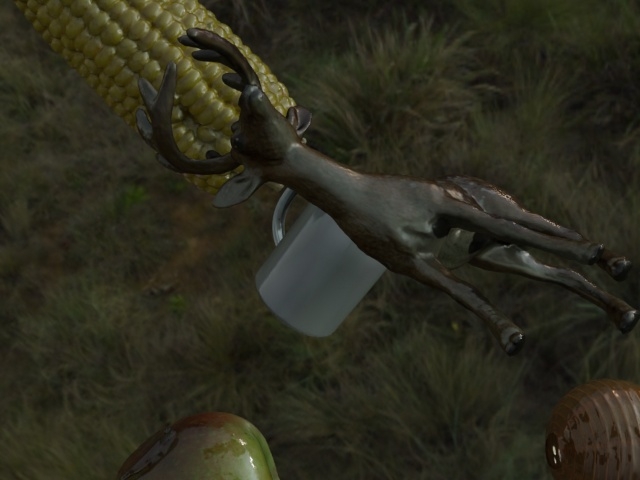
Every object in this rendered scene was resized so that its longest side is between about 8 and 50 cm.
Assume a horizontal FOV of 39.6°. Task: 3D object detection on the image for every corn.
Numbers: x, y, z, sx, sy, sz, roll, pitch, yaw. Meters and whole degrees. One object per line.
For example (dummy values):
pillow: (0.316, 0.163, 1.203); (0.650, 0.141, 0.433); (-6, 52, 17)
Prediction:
corn: (-0.149, -0.166, 0.779); (0.130, 0.347, 0.130); (-44, 15, 15)

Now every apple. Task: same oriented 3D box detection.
apple: (-0.127, 0.284, 0.908); (0.188, 0.174, 0.207); (-22, 60, 3)

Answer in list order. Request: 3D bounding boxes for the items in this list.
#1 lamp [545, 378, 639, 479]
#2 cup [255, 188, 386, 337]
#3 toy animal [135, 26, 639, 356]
lamp: (0.291, 0.206, 0.892); (0.136, 0.136, 0.136); (-7, 53, 10)
cup: (0.009, 0.005, 0.870); (0.133, 0.099, 0.136); (-53, 23, 24)
toy animal: (0.040, -0.019, 0.519); (0.260, 0.243, 0.087); (31, 97, 37)
